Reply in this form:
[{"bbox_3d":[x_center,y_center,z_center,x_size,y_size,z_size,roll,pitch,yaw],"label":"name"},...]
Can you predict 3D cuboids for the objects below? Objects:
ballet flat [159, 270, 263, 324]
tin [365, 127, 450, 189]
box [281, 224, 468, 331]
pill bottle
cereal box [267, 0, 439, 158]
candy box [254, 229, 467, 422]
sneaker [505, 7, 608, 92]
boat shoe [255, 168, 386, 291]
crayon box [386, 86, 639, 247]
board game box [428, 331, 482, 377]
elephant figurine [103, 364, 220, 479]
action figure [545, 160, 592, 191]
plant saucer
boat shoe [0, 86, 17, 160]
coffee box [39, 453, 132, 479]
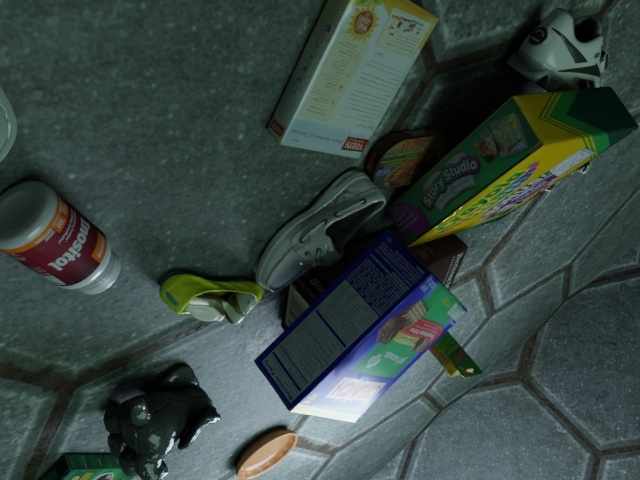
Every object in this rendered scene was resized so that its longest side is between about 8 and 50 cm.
[{"bbox_3d":[-0.169,0.106,0.905,0.077,0.077,0.231,-52,146,14],"label":"ballet flat"},{"bbox_3d":[0.162,-0.154,0.985,0.189,0.040,0.106,-14,142,-36],"label":"tin"},{"bbox_3d":[0.114,0.098,1.135,0.381,0.143,0.191,-23,142,-30],"label":"box"},{"bbox_3d":[-0.309,0.005,0.636,0.086,0.086,0.152,-38,147,-6],"label":"pill bottle"},{"bbox_3d":[0.045,-0.236,0.757,0.173,0.047,0.240,2,128,-46],"label":"cereal box"},{"bbox_3d":[0.085,0.169,0.951,0.317,0.122,0.268,-45,147,6],"label":"candy box"},{"bbox_3d":[0.500,-0.345,1.031,0.330,0.122,0.146,1,130,-47],"label":"sneaker"},{"bbox_3d":[0.000,0.000,0.938,0.277,0.096,0.098,-47,147,8],"label":"boat shoe"},{"bbox_3d":[0.353,-0.133,1.024,0.313,0.106,0.363,-16,162,-35],"label":"crayon box"},{"bbox_3d":[0.311,0.261,1.409,0.124,0.259,0.039,9,123,-50],"label":"board game box"},{"bbox_3d":[-0.271,0.325,1.017,0.239,0.186,0.169,-20,99,-46],"label":"elephant figurine"},{"bbox_3d":[0.546,-0.192,1.242,0.164,0.141,0.276,-29,145,-39],"label":"action figure"},{"bbox_3d":[-0.158,0.609,1.535,0.200,0.037,0.200,-28,145,-22],"label":"plant saucer"},{"bbox_3d":[-0.372,-0.155,0.390,0.114,0.091,0.302,-63,150,-18],"label":"boat shoe"},{"bbox_3d":[-0.463,0.475,1.063,0.113,0.040,0.184,-45,147,6],"label":"coffee box"}]
